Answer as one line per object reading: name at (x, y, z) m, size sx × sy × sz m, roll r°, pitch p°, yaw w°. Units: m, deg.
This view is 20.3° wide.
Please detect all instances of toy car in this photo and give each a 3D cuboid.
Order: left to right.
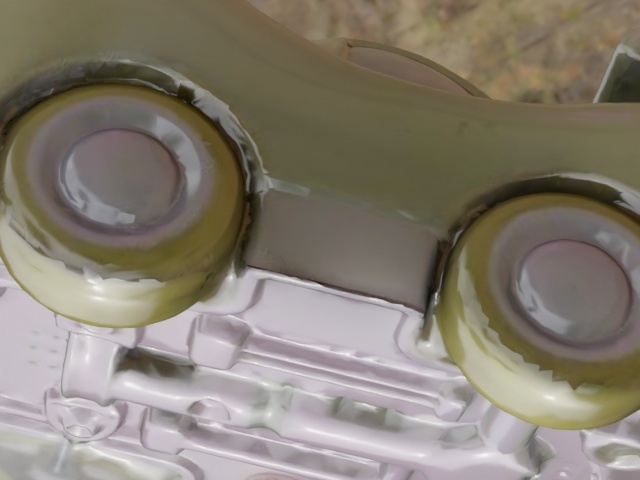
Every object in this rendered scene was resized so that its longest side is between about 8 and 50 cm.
toy car at (0.000, 0.000, 0.720) m, size 0.242 × 0.336 × 0.226 m, roll 105°, pitch 179°, yaw -55°
